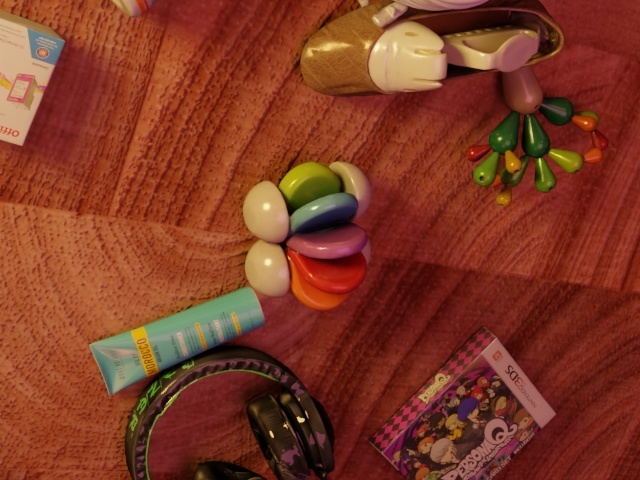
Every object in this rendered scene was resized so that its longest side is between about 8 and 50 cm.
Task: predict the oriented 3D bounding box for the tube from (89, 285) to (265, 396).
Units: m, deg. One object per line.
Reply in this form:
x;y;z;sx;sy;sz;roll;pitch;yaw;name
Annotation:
-0.171;0.116;1.662;0.207;0.052;0.080;-22;118;-12;tube

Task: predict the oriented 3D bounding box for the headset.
-0.062;0.305;1.738;0.394;0.185;0.243;41;90;-28;headset

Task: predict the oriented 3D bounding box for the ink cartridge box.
-0.327;-0.168;1.404;0.088;0.052;0.122;15;107;-37;ink cartridge box

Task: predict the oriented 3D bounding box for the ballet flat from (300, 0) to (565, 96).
0.148;-0.226;1.629;0.342;0.124;0.116;-11;119;-27;ballet flat

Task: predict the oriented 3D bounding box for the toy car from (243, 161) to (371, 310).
0.000;0.000;1.646;0.159;0.136;0.182;-15;121;-25;toy car

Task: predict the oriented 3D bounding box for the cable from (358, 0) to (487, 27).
0.140;-0.386;1.536;0.257;0.089;0.257;-26;115;-29;cable

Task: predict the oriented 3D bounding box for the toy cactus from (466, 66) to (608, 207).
0.271;-0.150;1.781;0.219;0.112;0.181;-23;106;-18;toy cactus

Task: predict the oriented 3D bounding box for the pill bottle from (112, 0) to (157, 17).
-0.162;-0.306;1.415;0.152;0.086;0.086;-41;129;-8;pill bottle

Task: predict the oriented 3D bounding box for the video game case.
0.209;0.268;1.983;0.232;0.042;0.210;-44;128;-5;video game case
